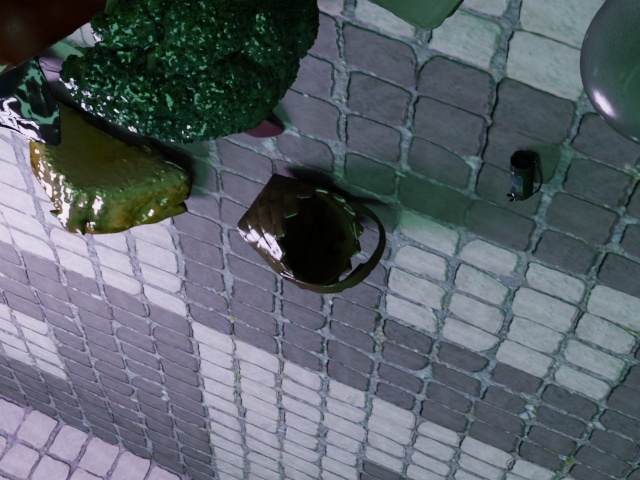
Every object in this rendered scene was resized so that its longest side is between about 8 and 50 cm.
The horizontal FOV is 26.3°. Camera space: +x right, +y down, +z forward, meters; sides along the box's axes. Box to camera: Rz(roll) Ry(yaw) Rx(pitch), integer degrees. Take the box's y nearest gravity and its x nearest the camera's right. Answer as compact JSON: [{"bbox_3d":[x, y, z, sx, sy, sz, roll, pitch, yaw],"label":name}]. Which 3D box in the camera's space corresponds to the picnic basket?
[{"bbox_3d":[0.000,0.000,1.683,0.178,0.128,0.138,26,165,45],"label":"picnic basket"}]

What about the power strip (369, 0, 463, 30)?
[{"bbox_3d":[0.069,-0.293,1.125,0.198,0.065,0.213,32,141,-9],"label":"power strip"}]

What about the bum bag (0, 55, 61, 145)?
[{"bbox_3d":[-0.455,-0.209,1.756,0.310,0.074,0.137,14,121,22],"label":"bum bag"}]

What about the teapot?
[{"bbox_3d":[0.280,-0.191,1.016,0.183,0.183,0.251,13,142,26],"label":"teapot"}]

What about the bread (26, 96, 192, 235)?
[{"bbox_3d":[-0.303,-0.075,1.826,0.251,0.133,0.174,28,154,-3],"label":"bread"}]

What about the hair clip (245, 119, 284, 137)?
[{"bbox_3d":[-0.099,-0.159,1.598,0.054,0.022,0.137,-6,140,45],"label":"hair clip"}]

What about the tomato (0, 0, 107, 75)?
[{"bbox_3d":[-0.328,-0.243,1.475,0.225,0.225,0.085,-9,117,51],"label":"tomato"}]

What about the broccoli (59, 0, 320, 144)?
[{"bbox_3d":[-0.137,-0.214,1.305,0.270,0.270,0.270,58,156,8],"label":"broccoli"}]

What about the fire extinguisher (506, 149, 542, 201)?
[{"bbox_3d":[0.220,-0.065,1.473,0.038,0.025,0.083,-2,150,5],"label":"fire extinguisher"}]
